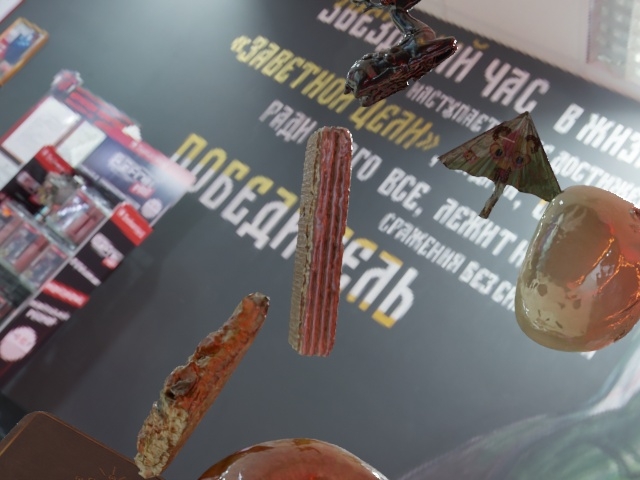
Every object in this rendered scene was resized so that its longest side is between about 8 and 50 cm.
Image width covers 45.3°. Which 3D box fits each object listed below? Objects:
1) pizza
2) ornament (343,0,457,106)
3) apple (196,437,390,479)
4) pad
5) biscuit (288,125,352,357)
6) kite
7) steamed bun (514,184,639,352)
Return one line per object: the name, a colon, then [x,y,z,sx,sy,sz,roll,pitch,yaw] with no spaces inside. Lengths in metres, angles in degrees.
pizza: [-0.161,0.185,0.958,0.058,0.292,0.197,34,7,4]
ornament: [0.095,-0.361,1.314,0.236,0.202,0.080,64,7,23]
apple: [-0.033,0.365,0.805,0.302,0.301,0.301,38,-13,10]
pad: [-0.324,0.396,1.142,0.376,0.063,0.315,30,20,-4]
biscuit: [0.000,0.000,1.445,0.079,0.425,0.144,5,0,-10]
kite: [0.427,-0.174,1.773,0.323,0.267,0.013,21,2,26]
steamed bun: [0.532,0.076,1.506,0.233,0.311,0.334,20,-12,30]
